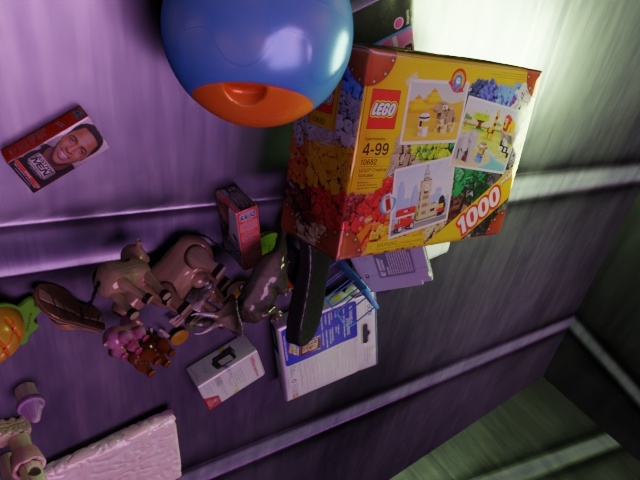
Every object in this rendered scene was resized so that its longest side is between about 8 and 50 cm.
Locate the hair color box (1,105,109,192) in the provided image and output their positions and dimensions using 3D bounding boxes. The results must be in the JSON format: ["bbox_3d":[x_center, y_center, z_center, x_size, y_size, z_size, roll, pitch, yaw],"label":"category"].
[{"bbox_3d":[-0.424,-0.147,0.939,0.141,0.043,0.072,-36,141,-13],"label":"hair color box"}]

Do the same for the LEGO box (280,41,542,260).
[{"bbox_3d":[0.189,-0.190,1.190,0.500,0.193,0.372,-9,116,-38],"label":"LEGO box"}]

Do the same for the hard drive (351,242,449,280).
[{"bbox_3d":[0.249,-0.016,1.682,0.353,0.047,0.233,-19,131,-30],"label":"hard drive"}]

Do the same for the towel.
[{"bbox_3d":[-0.532,0.607,1.537,0.332,0.053,0.317,-21,138,-28],"label":"towel"}]

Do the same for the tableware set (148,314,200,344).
[{"bbox_3d":[-0.356,0.221,1.368,0.154,0.024,0.104,-42,146,-7],"label":"tableware set"}]

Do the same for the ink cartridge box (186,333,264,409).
[{"bbox_3d":[-0.248,0.346,1.543,0.175,0.072,0.127,-30,140,-19],"label":"ink cartridge box"}]

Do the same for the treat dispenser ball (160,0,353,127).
[{"bbox_3d":[-0.094,-0.318,0.886,0.288,0.288,0.288,-25,139,-24],"label":"treat dispenser ball"}]

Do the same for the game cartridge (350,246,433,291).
[{"bbox_3d":[0.166,0.001,1.507,0.198,0.062,0.297,-8,125,18],"label":"game cartridge"}]

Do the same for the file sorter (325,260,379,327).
[{"bbox_3d":[0.053,0.126,1.543,0.104,0.170,0.118,-37,142,-5],"label":"file sorter"}]

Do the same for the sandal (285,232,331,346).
[{"bbox_3d":[-0.041,0.029,1.361,0.167,0.107,0.445,-16,120,-66],"label":"sandal"}]

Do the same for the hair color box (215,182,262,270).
[{"bbox_3d":[-0.172,-0.027,1.248,0.053,0.093,0.167,-25,138,-25],"label":"hair color box"}]

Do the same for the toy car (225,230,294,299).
[{"bbox_3d":[-0.135,0.060,1.398,0.239,0.053,0.225,-21,137,-29],"label":"toy car"}]

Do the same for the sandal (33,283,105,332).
[{"bbox_3d":[-0.493,0.144,1.138,0.049,0.072,0.180,-25,148,9],"label":"sandal"}]

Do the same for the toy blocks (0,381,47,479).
[{"bbox_3d":[-0.656,0.454,1.105,0.288,0.260,0.309,4,122,-44],"label":"toy blocks"}]

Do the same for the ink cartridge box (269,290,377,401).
[{"bbox_3d":[0.017,0.295,1.697,0.307,0.072,0.303,-20,128,-21],"label":"ink cartridge box"}]

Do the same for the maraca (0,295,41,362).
[{"bbox_3d":[-0.580,0.164,1.045,0.186,0.099,0.127,-26,142,-63],"label":"maraca"}]

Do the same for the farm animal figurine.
[{"bbox_3d":[-0.328,0.093,1.155,0.327,0.172,0.330,-43,161,-34],"label":"farm animal figurine"}]

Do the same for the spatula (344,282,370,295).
[{"bbox_3d":[0.184,0.096,1.765,0.242,0.019,0.168,-1,120,-44],"label":"spatula"}]

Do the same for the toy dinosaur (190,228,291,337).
[{"bbox_3d":[-0.115,0.094,1.220,0.313,0.121,0.160,-49,171,-1],"label":"toy dinosaur"}]

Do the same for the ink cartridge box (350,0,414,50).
[{"bbox_3d":[0.027,-0.364,1.149,0.371,0.069,0.176,-30,140,-16],"label":"ink cartridge box"}]
